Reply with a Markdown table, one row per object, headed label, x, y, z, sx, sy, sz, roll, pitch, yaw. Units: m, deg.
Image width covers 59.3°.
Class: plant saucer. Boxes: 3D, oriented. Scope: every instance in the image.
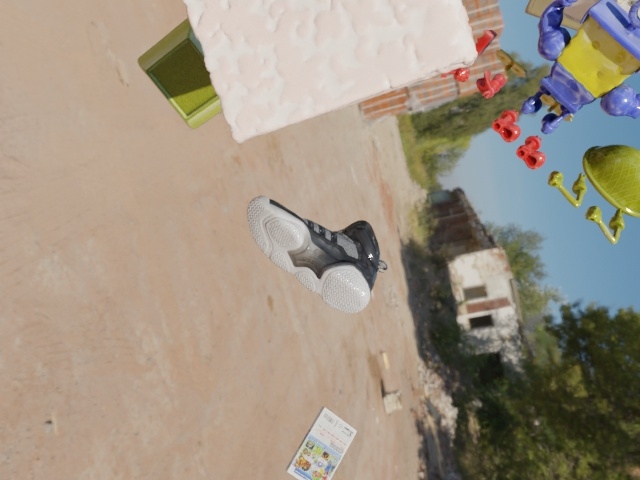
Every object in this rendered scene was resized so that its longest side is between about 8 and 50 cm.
| label | x | y | z | sx | sy | sz | roll | pitch | yaw |
| --- | --- | --- | --- | --- | --- | --- | --- | --- | --- |
| plant saucer | -0.270 | -0.339 | 1.174 | 0.188 | 0.188 | 0.045 | 52 | 30 | -23 |

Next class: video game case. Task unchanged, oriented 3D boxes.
| label | x | y | z | sx | sy | sz | roll | pitch | yaw |
| --- | --- | --- | --- | --- | --- | --- | --- | --- | --- |
| video game case | 0.003 | 0.363 | 0.975 | 0.087 | 0.011 | 0.122 | 43 | 68 | -24 |

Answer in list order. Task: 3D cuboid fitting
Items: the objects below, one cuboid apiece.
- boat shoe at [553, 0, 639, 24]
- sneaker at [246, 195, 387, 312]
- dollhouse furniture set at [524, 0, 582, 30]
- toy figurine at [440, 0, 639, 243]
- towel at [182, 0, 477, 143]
| label | x | y | z | sx | sy | sz | roll | pitch | yaw |
| --- | --- | --- | --- | --- | --- | --- | --- | --- | --- |
| boat shoe | 0.466 | -0.316 | 0.822 | 0.096 | 0.277 | 0.098 | -62 | 156 | -7 |
| sneaker | 0.000 | 0.000 | 1.008 | 0.268 | 0.101 | 0.153 | 41 | 44 | 3 |
| dollhouse furniture set | 0.577 | -0.665 | 1.113 | 0.256 | 0.362 | 0.394 | 72 | 41 | -78 |
| toy figurine | 0.372 | -0.206 | 0.747 | 0.362 | 0.217 | 0.191 | 49 | 48 | 10 |
| towel | -0.013 | -0.317 | 0.671 | 0.053 | 0.317 | 0.332 | -36 | 108 | -77 |
